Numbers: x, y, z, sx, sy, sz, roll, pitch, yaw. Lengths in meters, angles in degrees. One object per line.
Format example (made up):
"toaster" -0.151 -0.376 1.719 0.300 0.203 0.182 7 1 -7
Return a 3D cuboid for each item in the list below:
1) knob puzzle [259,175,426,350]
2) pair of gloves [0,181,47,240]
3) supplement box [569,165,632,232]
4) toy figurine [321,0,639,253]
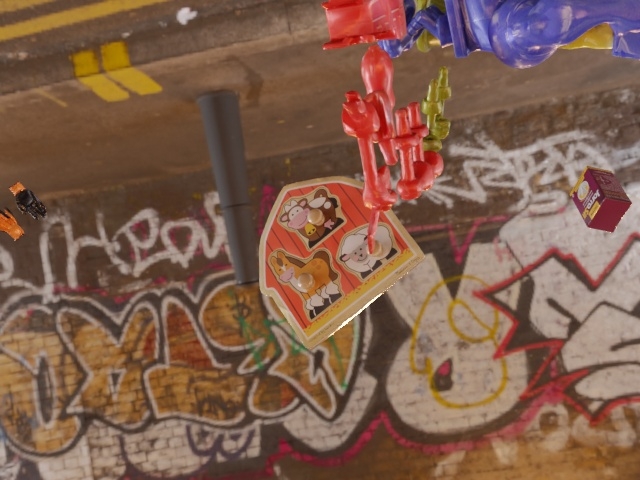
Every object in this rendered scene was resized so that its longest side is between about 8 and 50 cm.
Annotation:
"knob puzzle" 0.000 0.000 0.729 0.213 0.213 0.030 -11 157 22
"pair of gloves" -0.502 -0.048 1.019 0.083 0.074 0.010 -50 -167 -30
"supplement box" 0.397 -0.059 0.879 0.043 0.054 0.083 11 -142 -8
"toy figurine" 0.161 -0.139 0.445 0.218 0.191 0.362 -2 -159 20
